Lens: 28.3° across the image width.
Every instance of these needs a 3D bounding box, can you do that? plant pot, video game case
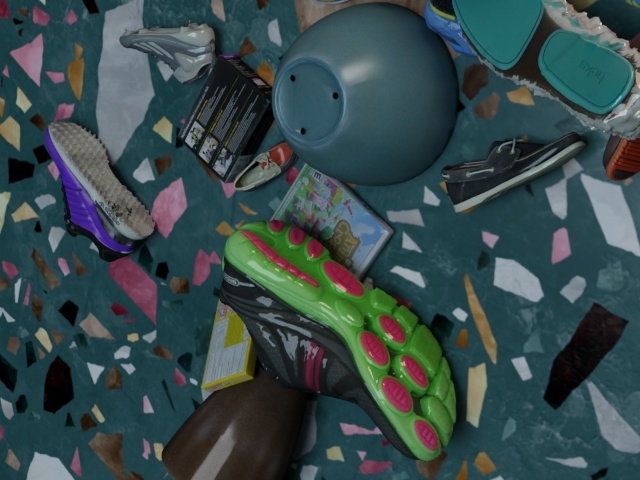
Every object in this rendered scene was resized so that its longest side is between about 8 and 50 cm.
[{"bbox_3d":[-0.122,0.318,2.164,0.215,0.215,0.230,36,104,25],"label":"plant pot"},{"bbox_3d":[0.000,0.000,2.113,0.193,0.023,0.212,45,120,20],"label":"video game case"},{"bbox_3d":[0.038,-0.216,1.941,0.290,0.195,0.290,7,103,34],"label":"plant pot"}]

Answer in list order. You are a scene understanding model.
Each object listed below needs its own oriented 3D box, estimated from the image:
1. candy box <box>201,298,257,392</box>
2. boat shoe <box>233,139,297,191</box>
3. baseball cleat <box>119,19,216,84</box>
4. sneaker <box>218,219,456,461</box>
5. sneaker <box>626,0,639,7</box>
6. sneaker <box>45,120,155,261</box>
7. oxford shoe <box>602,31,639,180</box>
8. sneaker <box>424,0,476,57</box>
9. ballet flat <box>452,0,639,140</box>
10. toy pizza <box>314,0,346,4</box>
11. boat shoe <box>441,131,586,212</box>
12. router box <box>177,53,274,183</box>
[{"bbox_3d":[-0.142,0.154,2.163,0.105,0.027,0.206,-23,44,37],"label":"candy box"},{"bbox_3d":[-0.092,-0.125,2.143,0.137,0.043,0.049,-35,76,33],"label":"boat shoe"},{"bbox_3d":[-0.269,-0.324,2.215,0.206,0.072,0.109,4,107,38],"label":"baseball cleat"},{"bbox_3d":[0.025,0.171,2.040,0.483,0.185,0.202,45,134,17],"label":"sneaker"},{"bbox_3d":[0.408,-0.392,1.731,0.078,0.067,0.188,-35,59,-2],"label":"sneaker"},{"bbox_3d":[-0.442,-0.082,2.361,0.146,0.102,0.293,-46,72,33],"label":"sneaker"},{"bbox_3d":[0.448,-0.211,1.730,0.098,0.097,0.271,42,114,42],"label":"oxford shoe"},{"bbox_3d":[0.245,-0.297,1.871,0.209,0.069,0.082,33,152,16],"label":"sneaker"},{"bbox_3d":[0.324,-0.249,1.719,0.409,0.147,0.147,53,127,45],"label":"ballet flat"},{"bbox_3d":[0.011,-0.476,2.012,0.201,0.032,0.201,7,102,34],"label":"toy pizza"},{"bbox_3d":[0.277,-0.114,1.860,0.233,0.084,0.079,-24,85,39],"label":"boat shoe"},{"bbox_3d":[-0.155,-0.208,2.170,0.133,0.046,0.179,44,120,21],"label":"router box"}]
